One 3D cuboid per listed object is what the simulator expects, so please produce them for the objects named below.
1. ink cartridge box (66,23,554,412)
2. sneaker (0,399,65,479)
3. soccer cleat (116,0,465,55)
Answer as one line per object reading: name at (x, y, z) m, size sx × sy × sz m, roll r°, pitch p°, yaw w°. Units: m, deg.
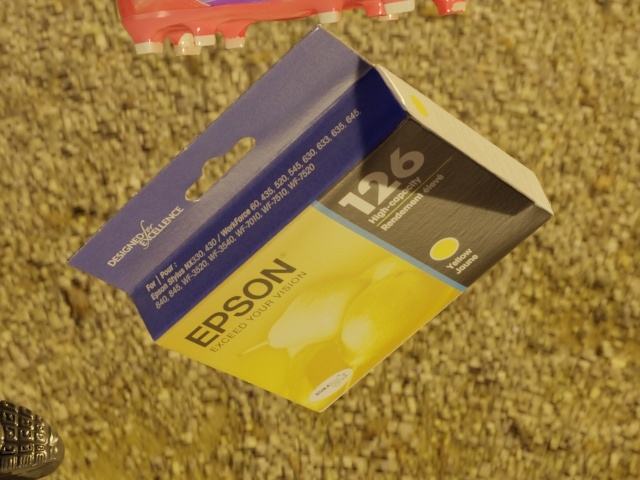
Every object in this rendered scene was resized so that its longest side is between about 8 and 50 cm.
ink cartridge box at (0.000, 0.000, 1.185) m, size 0.303 × 0.307 × 0.072 m, roll -41°, pitch 49°, yaw 21°
sneaker at (-0.429, 0.264, 1.597) m, size 0.286 × 0.130 × 0.109 m, roll -6°, pitch 41°, yaw 6°
soccer cleat at (0.001, -0.153, 0.701) m, size 0.248 × 0.083 × 0.095 m, roll -6°, pitch 95°, yaw 28°
